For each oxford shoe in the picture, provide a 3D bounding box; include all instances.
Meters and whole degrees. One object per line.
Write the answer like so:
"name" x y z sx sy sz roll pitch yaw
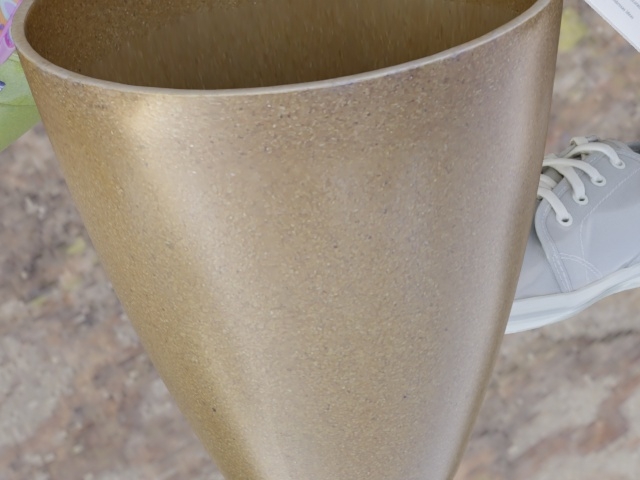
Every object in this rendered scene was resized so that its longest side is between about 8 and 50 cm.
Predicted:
"oxford shoe" 0.201 -0.017 1.346 0.449 0.169 0.130 -15 113 -30

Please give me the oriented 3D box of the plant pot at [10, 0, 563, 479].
"plant pot" 0.000 0.000 0.738 0.237 0.237 0.254 -19 119 -21

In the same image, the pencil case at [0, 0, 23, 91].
"pencil case" -0.329 -0.204 1.092 0.284 0.124 0.124 30 116 -14

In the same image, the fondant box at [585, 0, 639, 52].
"fondant box" 0.362 -0.268 1.213 0.330 0.238 0.096 -45 -175 27

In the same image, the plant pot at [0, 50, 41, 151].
"plant pot" -0.412 -0.194 1.521 0.366 0.366 0.353 8 138 -44
